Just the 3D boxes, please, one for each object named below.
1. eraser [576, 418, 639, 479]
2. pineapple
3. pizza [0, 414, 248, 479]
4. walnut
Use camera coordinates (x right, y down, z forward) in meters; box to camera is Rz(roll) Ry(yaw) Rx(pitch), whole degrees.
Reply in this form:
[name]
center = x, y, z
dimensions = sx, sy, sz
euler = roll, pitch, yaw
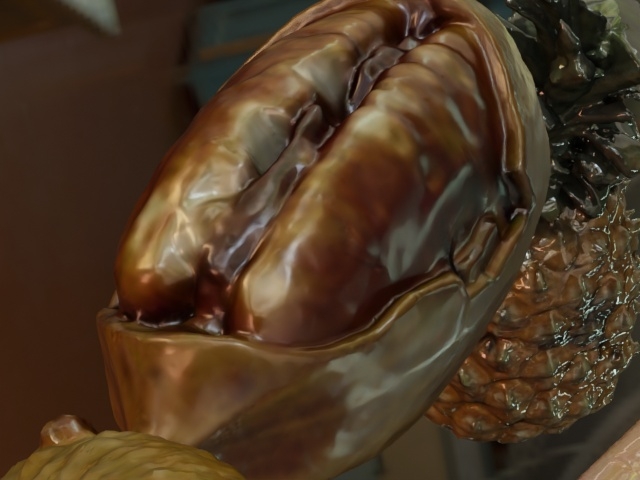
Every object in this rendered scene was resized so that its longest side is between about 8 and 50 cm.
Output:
[eraser]
center = 0.130, 0.204, 0.887
dimensions = 0.087, 0.290, 0.171
euler = 27, -29, 50
[pineapple]
center = 0.116, -0.035, 1.090
dimensions = 0.340, 0.169, 0.169
euler = 90, 0, -46
[pizza]
center = -0.056, 0.103, 0.328
dimensions = 0.062, 0.161, 0.182
euler = 28, 11, -18
[walnut]
center = 0.000, 0.000, 0.543
dimensions = 0.207, 0.116, 0.115
euler = -51, 133, -44
